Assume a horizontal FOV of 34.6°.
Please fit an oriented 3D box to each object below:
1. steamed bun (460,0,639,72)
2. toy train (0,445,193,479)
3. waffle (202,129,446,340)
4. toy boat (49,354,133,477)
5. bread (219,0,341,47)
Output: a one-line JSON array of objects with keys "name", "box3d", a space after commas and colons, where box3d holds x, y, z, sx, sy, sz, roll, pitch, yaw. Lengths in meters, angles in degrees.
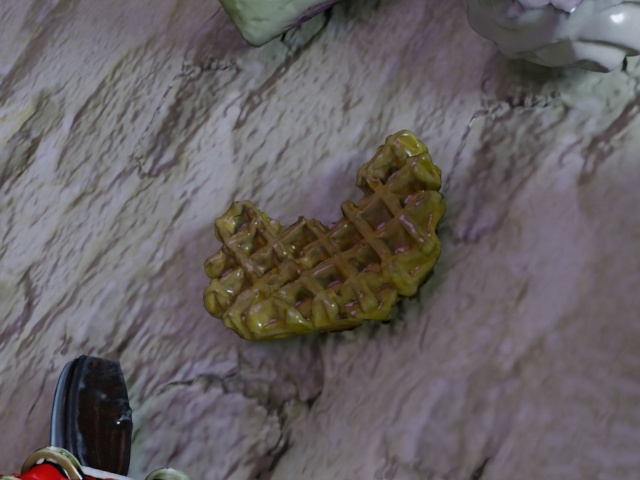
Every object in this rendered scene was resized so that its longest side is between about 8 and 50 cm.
[{"name": "steamed bun", "box3d": [0.189, -0.194, 0.741, 0.182, 0.106, 0.183, -14, 57, 22]}, {"name": "toy train", "box3d": [-0.150, 0.206, 0.649, 0.203, 0.083, 0.131, 5, 100, 17]}, {"name": "waffle", "box3d": [0.002, 0.002, 0.748, 0.194, 0.051, 0.149, -12, 53, 28]}, {"name": "toy boat", "box3d": [-0.171, 0.151, 0.743, 0.066, 0.059, 0.140, -45, 40, 35]}, {"name": "bread", "box3d": [0.040, -0.322, 0.858, 0.338, 0.187, 0.155, -28, 42, 10]}]
